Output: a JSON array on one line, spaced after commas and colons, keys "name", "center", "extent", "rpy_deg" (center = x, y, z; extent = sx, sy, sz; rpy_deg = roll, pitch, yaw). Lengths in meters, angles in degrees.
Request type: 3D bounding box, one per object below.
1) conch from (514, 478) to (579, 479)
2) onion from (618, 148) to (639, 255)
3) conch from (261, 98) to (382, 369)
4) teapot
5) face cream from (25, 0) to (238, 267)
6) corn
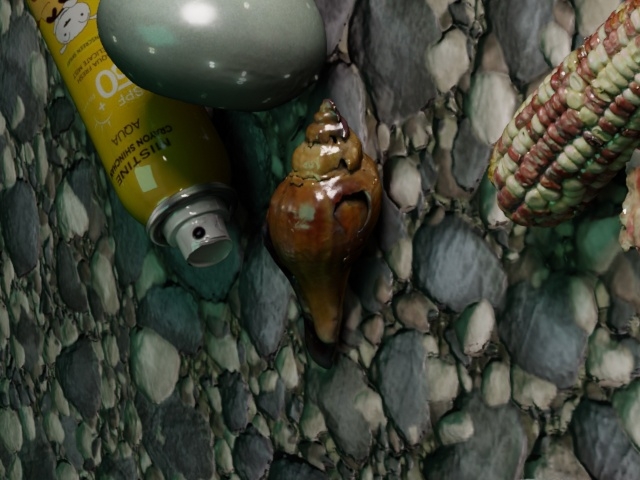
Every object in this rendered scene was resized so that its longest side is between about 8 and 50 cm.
[{"name": "conch", "center": [0.150, 0.248, 1.133], "extent": [0.221, 0.121, 0.185], "rpy_deg": [-32, 91, 37]}, {"name": "onion", "center": [0.307, -0.047, 0.826], "extent": [0.348, 0.159, 0.267], "rpy_deg": [-10, 78, 62]}, {"name": "conch", "center": [-0.005, -0.003, 1.340], "extent": [0.086, 0.080, 0.233], "rpy_deg": [60, 142, 39]}, {"name": "teapot", "center": [-0.069, -0.231, 1.314], "extent": [0.183, 0.183, 0.251], "rpy_deg": [24, 107, 50]}, {"name": "face cream", "center": [-0.165, -0.128, 1.516], "extent": [0.349, 0.105, 0.105], "rpy_deg": [63, 141, 24]}, {"name": "corn", "center": [0.184, -0.092, 1.059], "extent": [0.237, 0.079, 0.079], "rpy_deg": [-48, 59, 46]}]
